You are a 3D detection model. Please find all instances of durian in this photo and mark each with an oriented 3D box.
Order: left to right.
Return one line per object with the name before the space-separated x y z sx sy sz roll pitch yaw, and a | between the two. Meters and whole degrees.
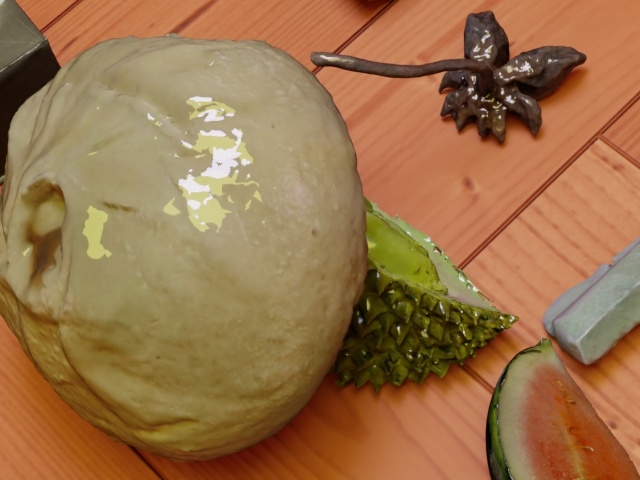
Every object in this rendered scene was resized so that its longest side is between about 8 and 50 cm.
durian | 0.000 0.000 1.178 0.169 0.158 0.352 -20 57 -41

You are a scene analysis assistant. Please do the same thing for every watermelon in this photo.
watermelon | 0.200 0.192 1.068 0.119 0.063 0.245 -16 62 -14

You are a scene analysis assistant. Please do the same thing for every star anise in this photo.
star anise | 0.117 -0.172 1.173 0.219 0.227 0.148 -24 69 9

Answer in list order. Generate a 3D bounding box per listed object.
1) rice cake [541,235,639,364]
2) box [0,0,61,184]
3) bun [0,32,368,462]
rice cake | 0.307 -0.002 1.151 0.290 0.051 0.081 -43 32 -13
box | -0.366 -0.132 1.253 0.231 0.149 0.155 -35 65 -9
bun | -0.145 -0.005 1.050 0.364 0.202 0.364 -6 82 46
